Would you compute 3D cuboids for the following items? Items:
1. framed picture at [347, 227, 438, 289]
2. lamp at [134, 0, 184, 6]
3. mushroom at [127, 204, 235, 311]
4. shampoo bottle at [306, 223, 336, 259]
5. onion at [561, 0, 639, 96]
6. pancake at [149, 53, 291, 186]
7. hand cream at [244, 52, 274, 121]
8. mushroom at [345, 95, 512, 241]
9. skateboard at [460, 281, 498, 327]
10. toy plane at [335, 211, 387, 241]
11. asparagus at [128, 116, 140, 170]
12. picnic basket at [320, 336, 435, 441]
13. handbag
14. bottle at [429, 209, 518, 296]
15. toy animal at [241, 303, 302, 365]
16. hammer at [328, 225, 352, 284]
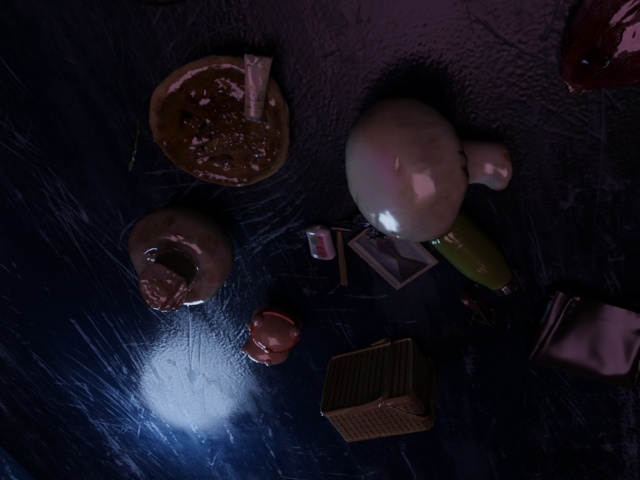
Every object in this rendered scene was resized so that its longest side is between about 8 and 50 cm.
[{"bbox_3d":[0.193,0.030,1.401,0.203,0.015,0.150,43,119,-17],"label":"framed picture"},{"bbox_3d":[-0.315,-0.572,0.975,0.246,0.247,0.247,7,126,9],"label":"lamp"},{"bbox_3d":[-0.387,0.065,1.403,0.297,0.290,0.298,6,125,9],"label":"mushroom"},{"bbox_3d":[0.000,0.000,1.412,0.072,0.043,0.099,10,129,31],"label":"shampoo bottle"},{"bbox_3d":[0.566,-0.369,0.968,0.227,0.120,0.283,33,126,-5],"label":"onion"},{"bbox_3d":[-0.230,-0.261,1.236,0.355,0.065,0.356,1,138,1],"label":"pancake"},{"bbox_3d":[-0.136,-0.324,1.126,0.061,0.039,0.143,4,121,-9],"label":"hand cream"},{"bbox_3d":[0.207,-0.130,1.116,0.356,0.315,0.315,29,127,1],"label":"mushroom"},{"bbox_3d":[0.425,0.188,1.443,0.080,0.067,0.151,-20,122,36],"label":"skateboard"},{"bbox_3d":[0.110,-0.055,1.333,0.189,0.061,0.130,-8,92,31],"label":"toy plane"},{"bbox_3d":[-0.484,-0.248,1.375,0.016,0.016,0.163,6,131,-24],"label":"asparagus"},{"bbox_3d":[0.176,0.440,1.579,0.312,0.228,0.175,-20,121,26],"label":"picnic basket"},{"bbox_3d":[0.712,0.245,1.379,0.285,0.113,0.257,15,122,12],"label":"handbag"},{"bbox_3d":[0.386,0.038,1.307,0.260,0.112,0.112,41,124,-16],"label":"bottle"},{"bbox_3d":[-0.144,0.282,1.592,0.171,0.171,0.198,22,135,-3],"label":"toy animal"},{"bbox_3d":[0.062,0.045,1.453,0.062,0.013,0.199,1,125,12],"label":"hammer"}]
